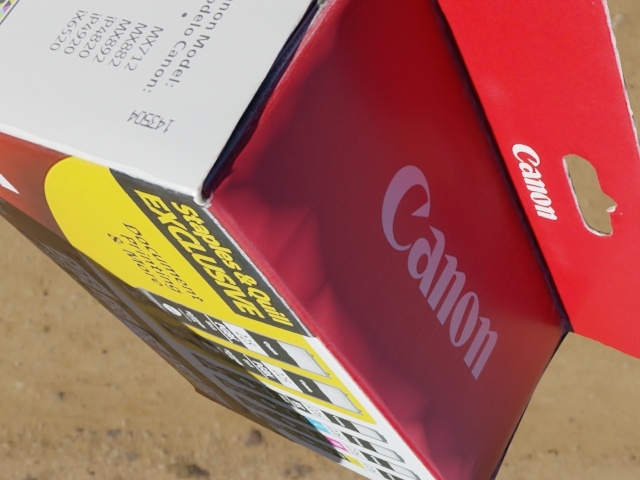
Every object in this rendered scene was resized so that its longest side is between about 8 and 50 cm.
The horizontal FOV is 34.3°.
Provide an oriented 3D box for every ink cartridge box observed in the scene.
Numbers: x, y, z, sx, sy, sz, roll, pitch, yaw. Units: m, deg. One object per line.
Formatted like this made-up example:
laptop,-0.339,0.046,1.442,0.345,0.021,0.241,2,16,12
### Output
ink cartridge box,0.000,0.000,0.468,0.130,0.271,0.309,-59,143,-18
